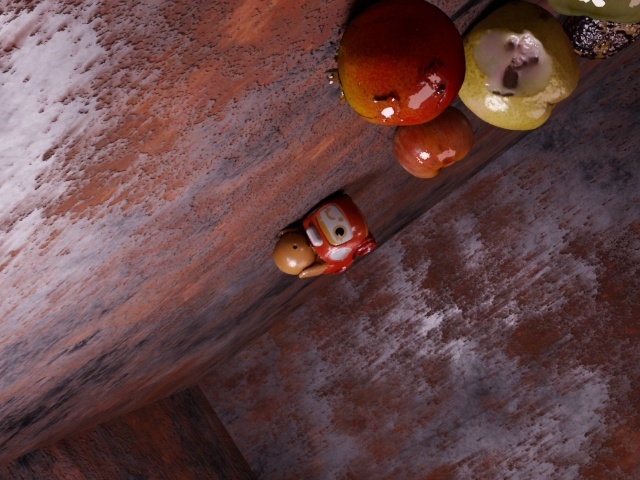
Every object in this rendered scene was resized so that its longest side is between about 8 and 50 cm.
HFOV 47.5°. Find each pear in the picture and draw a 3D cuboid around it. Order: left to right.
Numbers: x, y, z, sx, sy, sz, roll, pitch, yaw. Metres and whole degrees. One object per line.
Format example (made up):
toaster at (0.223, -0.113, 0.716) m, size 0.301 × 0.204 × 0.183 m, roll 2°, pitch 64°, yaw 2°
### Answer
pear at (0.420, -0.371, 1.570) m, size 0.271 × 0.271 × 0.271 m, roll -34°, pitch 169°, yaw -7°

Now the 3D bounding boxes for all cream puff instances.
cream puff at (0.767, -0.583, 1.932) m, size 0.239 × 0.165 × 0.239 m, roll -35°, pitch 172°, yaw -6°

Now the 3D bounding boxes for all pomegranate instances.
pomegranate at (0.119, -0.282, 1.175) m, size 0.235 × 0.210 × 0.210 m, roll 0°, pitch -161°, yaw 45°

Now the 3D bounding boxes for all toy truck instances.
toy truck at (0.000, 0.000, 2.100) m, size 0.239 × 0.189 × 0.265 m, roll -10°, pitch 154°, yaw -47°

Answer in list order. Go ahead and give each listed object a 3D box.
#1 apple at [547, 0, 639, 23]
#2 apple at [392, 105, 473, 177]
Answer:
apple at (0.482, -0.486, 1.202) m, size 0.262 × 0.262 × 0.262 m, roll -34°, pitch 169°, yaw -7°
apple at (0.296, -0.260, 1.902) m, size 0.209 × 0.164 × 0.209 m, roll -32°, pitch 171°, yaw -6°
